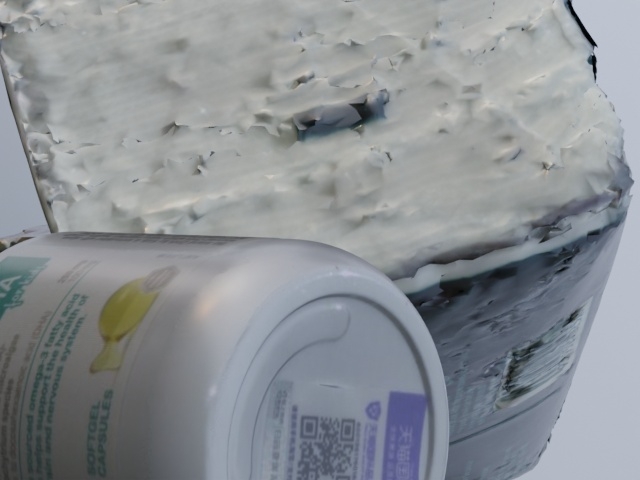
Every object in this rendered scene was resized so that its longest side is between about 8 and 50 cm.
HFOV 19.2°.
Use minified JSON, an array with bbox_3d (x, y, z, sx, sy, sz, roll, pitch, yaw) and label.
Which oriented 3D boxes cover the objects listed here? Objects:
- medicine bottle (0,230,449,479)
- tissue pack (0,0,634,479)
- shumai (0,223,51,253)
[{"bbox_3d":[-0.073,0.064,0.681,0.215,0.135,0.135,2,-55,42],"label":"medicine bottle"},{"bbox_3d":[0.000,0.000,1.018,0.416,0.264,0.253,84,-13,-66],"label":"tissue pack"},{"bbox_3d":[-0.247,0.127,1.273,0.346,0.217,0.283,-167,-100,-68],"label":"shumai"}]
